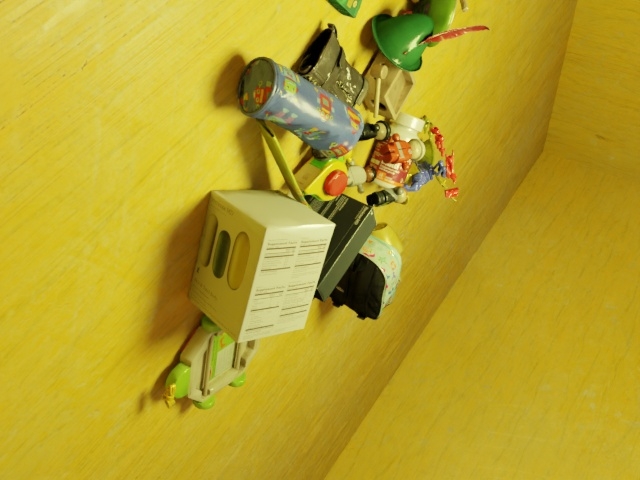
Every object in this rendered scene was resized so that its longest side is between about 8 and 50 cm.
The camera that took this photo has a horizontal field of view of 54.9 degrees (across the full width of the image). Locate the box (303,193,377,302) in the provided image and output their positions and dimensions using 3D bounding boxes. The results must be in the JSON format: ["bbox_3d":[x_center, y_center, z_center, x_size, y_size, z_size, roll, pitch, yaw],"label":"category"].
[{"bbox_3d":[0.000,0.000,1.604,0.261,0.184,0.103,-54,153,-17],"label":"box"}]

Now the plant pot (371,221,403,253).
[{"bbox_3d":[0.202,-0.004,2.070,0.134,0.134,0.095,-37,119,-43],"label":"plant pot"}]

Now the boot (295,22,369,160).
[{"bbox_3d":[0.005,-0.338,1.433,0.229,0.091,0.263,29,84,-59],"label":"boot"}]

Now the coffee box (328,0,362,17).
[{"bbox_3d":[0.045,-0.567,1.324,0.184,0.040,0.113,5,109,-63],"label":"coffee box"}]

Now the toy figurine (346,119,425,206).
[{"bbox_3d":[0.163,-0.209,1.681,0.148,0.213,0.210,-15,127,-40],"label":"toy figurine"}]

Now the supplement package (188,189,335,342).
[{"bbox_3d":[-0.133,0.046,1.342,0.198,0.199,0.263,-5,119,-45],"label":"supplement package"}]

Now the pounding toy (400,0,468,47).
[{"bbox_3d":[0.280,-0.624,1.618,0.237,0.110,0.183,144,-50,-67],"label":"pounding toy"}]

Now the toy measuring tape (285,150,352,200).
[{"bbox_3d":[-0.030,-0.113,1.538,0.330,0.121,0.121,-48,151,-13],"label":"toy measuring tape"}]

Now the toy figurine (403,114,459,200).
[{"bbox_3d":[0.286,-0.249,1.982,0.362,0.217,0.191,-103,180,-57],"label":"toy figurine"}]

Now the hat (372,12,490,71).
[{"bbox_3d":[0.258,-0.535,1.514,0.183,0.173,0.208,-31,174,42],"label":"hat"}]

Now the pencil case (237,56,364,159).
[{"bbox_3d":[-0.040,-0.269,1.285,0.306,0.133,0.119,18,72,-49],"label":"pencil case"}]

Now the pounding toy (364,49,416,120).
[{"bbox_3d":[0.150,-0.405,1.609,0.181,0.094,0.206,-61,154,-7],"label":"pounding toy"}]

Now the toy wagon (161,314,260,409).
[{"bbox_3d":[-0.265,0.287,1.511,0.344,0.068,0.267,-27,137,-50],"label":"toy wagon"}]

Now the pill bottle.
[{"bbox_3d":[0.225,-0.268,1.847,0.121,0.121,0.221,-1,115,-62],"label":"pill bottle"}]

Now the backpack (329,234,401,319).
[{"bbox_3d":[0.137,0.091,1.898,0.191,0.225,0.253,-47,152,-34],"label":"backpack"}]

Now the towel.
[{"bbox_3d":[-0.075,-0.162,1.359,0.021,0.102,0.237,-32,135,-7],"label":"towel"}]

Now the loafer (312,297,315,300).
[{"bbox_3d":[-0.026,0.172,1.880,0.125,0.039,0.045,-54,152,-18],"label":"loafer"}]
